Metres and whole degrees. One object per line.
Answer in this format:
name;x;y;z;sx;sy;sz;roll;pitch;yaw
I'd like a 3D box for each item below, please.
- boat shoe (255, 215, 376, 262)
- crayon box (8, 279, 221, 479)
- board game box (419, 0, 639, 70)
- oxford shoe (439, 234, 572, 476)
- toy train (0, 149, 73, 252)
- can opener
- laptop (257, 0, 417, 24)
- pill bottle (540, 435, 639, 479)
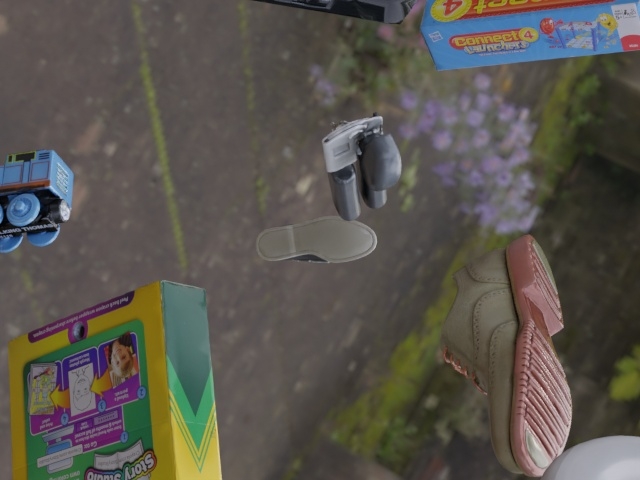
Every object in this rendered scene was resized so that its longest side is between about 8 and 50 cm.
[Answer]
boat shoe;0.000;0.000;2.453;0.065;0.206;0.075;0;86;-68
crayon box;-0.321;0.263;2.322;0.106;0.363;0.313;15;62;-48
board game box;0.316;-0.386;2.119;0.086;0.308;0.302;61;33;-44
oxford shoe;0.232;0.160;1.958;0.140;0.146;0.397;59;23;-29
toy train;-0.382;-0.045;1.810;0.080;0.184;0.105;59;28;-58
can opener;0.046;-0.076;1.791;0.074;0.093;0.280;-23;167;-4
laptop;0.064;-0.275;1.473;0.234;0.136;0.264;5;140;-32
pill bottle;0.250;0.393;1.314;0.229;0.229;0.408;-32;140;-54
